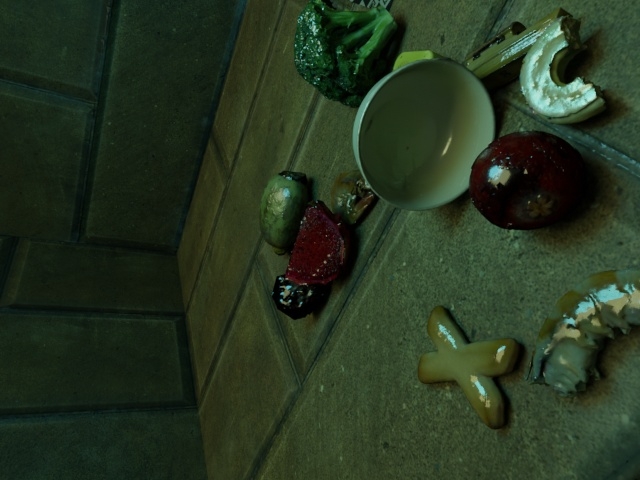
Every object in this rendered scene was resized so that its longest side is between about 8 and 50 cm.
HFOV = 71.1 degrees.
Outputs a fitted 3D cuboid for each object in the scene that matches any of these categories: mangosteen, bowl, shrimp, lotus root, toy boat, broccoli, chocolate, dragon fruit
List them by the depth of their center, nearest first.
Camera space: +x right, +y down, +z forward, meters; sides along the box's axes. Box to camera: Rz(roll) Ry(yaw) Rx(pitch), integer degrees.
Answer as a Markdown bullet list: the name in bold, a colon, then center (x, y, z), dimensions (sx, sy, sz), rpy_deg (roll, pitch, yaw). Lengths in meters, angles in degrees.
- **shrimp**: center (0.413, 0.128, 0.580), dimensions (0.287, 0.068, 0.185), rpy_deg (-5, 82, 51)
- **mangosteen**: center (0.318, -0.100, 0.708), dimensions (0.180, 0.166, 0.166), rpy_deg (-70, 6, -59)
- **toy boat**: center (0.339, -0.343, 0.815), dimensions (0.226, 0.068, 0.088), rpy_deg (-24, 59, 57)
- **bowl**: center (0.183, -0.207, 0.877), dimensions (0.145, 0.276, 0.277), rpy_deg (-123, 48, -67)
- **shrimp**: center (0.101, -0.119, 1.197), dimensions (0.287, 0.062, 0.152), rpy_deg (-5, 81, 64)
- **broccoli**: center (0.064, -0.515, 1.200), dimensions (0.275, 0.308, 0.308), rpy_deg (-32, 46, 11)
- **dragon fruit**: center (0.000, 0.000, 1.255), dimensions (0.189, 0.162, 0.262), rpy_deg (-103, 25, -56)
- **chocolate**: center (-0.042, 0.146, 1.336), dimensions (0.133, 0.156, 0.156), rpy_deg (-30, 56, 35)
- **lotus root**: center (-0.126, -0.085, 1.524), dimensions (0.173, 0.173, 0.310), rpy_deg (-131, 48, -55)

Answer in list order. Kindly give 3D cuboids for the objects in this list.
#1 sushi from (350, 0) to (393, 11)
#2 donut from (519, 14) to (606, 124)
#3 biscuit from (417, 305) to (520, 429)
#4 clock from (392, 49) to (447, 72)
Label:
- **sushi**: center (0.160, -0.812, 1.285), dimensions (0.290, 0.050, 0.264), rpy_deg (55, 130, 51)
- **donut**: center (0.379, -0.252, 0.707), dimensions (0.108, 0.065, 0.166), rpy_deg (-36, 63, 55)
- **biscuit**: center (0.263, 0.225, 0.828), dimensions (0.208, 0.047, 0.165), rpy_deg (20, 99, 61)
- **clock**: center (0.212, -0.312, 1.010), dimensions (0.143, 0.096, 0.202), rpy_deg (40, 117, 60)
